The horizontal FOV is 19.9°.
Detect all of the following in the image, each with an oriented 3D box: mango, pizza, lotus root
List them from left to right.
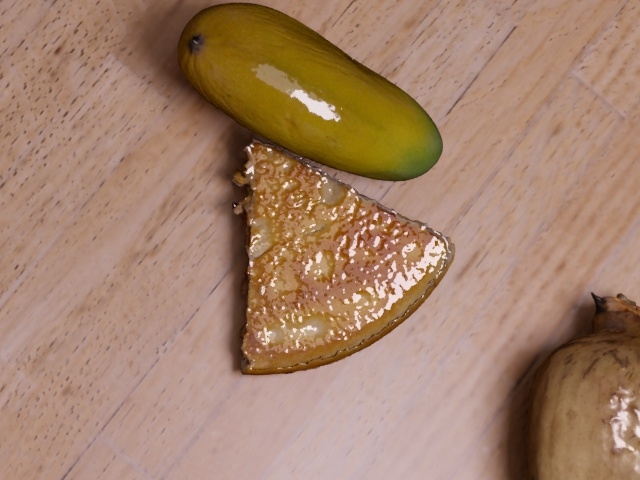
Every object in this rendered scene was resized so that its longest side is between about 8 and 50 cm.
[{"bbox_3d":[-0.004,-0.114,1.462,0.237,0.137,0.091,27,110,-7],"label":"mango"},{"bbox_3d":[0.000,0.000,1.485,0.201,0.053,0.193,-22,88,-3],"label":"pizza"},{"bbox_3d":[0.242,0.168,1.472,0.154,0.140,0.257,7,86,-5],"label":"lotus root"}]
